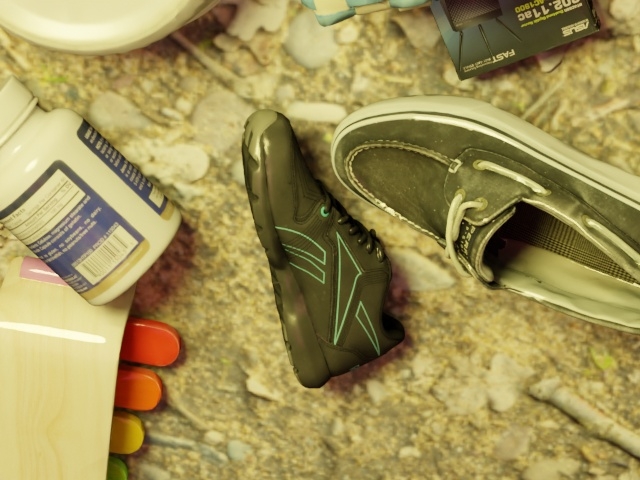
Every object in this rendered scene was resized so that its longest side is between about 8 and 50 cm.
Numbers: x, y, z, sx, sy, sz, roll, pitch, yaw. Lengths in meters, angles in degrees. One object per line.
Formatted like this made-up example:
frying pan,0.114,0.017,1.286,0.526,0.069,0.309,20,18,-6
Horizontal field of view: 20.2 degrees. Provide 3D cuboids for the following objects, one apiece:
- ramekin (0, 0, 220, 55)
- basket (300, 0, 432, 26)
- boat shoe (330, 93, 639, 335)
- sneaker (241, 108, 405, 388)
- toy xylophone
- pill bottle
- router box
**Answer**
ramekin,-0.176,-0.265,1.375,0.273,0.127,0.273,2,117,4
basket,0.018,-0.323,1.265,0.201,0.255,0.289,-17,132,11
boat shoe,0.148,-0.023,1.425,0.335,0.119,0.121,18,128,21
sneaker,0.000,0.000,1.523,0.106,0.101,0.267,-14,123,1
toy xylophone,-0.269,0.163,1.627,0.236,0.081,0.322,17,117,-3
pill bottle,-0.218,-0.045,1.500,0.112,0.112,0.187,-39,107,22
router box,0.150,-0.192,1.430,0.122,0.038,0.092,-19,114,15
